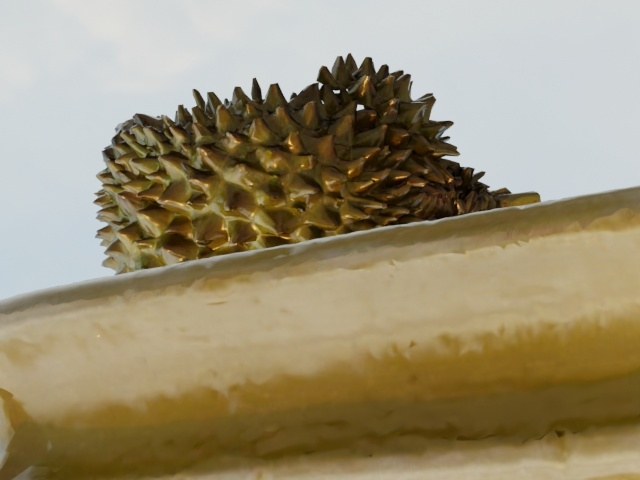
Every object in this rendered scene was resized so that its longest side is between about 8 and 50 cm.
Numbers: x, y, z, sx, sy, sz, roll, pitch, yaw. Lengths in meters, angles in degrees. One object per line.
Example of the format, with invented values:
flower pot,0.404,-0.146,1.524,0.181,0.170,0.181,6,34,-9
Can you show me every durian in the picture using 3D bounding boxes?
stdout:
durian,-0.007,0.004,1.216,0.293,0.258,0.258,-2,-132,-37

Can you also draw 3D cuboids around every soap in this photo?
soap,0.049,0.040,0.566,0.173,0.274,0.089,9,-107,-63
